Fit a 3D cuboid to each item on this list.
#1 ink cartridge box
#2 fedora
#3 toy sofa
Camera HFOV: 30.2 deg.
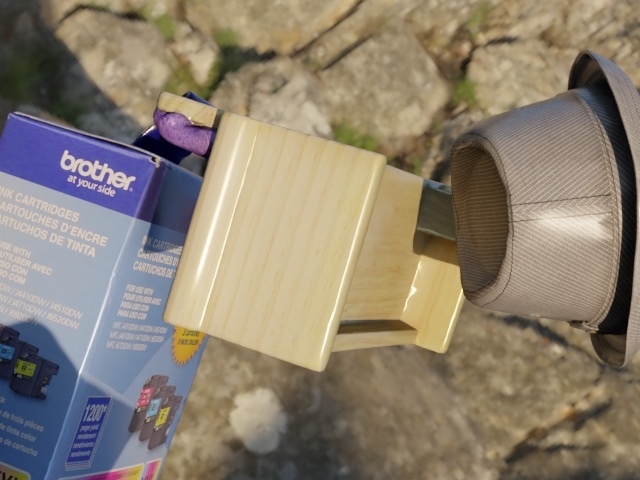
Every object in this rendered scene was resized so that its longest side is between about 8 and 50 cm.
[{"bbox_3d":[-0.200,0.053,1.052,0.151,0.395,0.270,17,-1,15],"label":"ink cartridge box"},{"bbox_3d":[0.166,-0.020,0.906,0.275,0.124,0.243,-109,-166,-84],"label":"fedora"},{"bbox_3d":[0.000,0.000,0.925,0.177,0.150,0.362,18,3,19],"label":"toy sofa"}]
